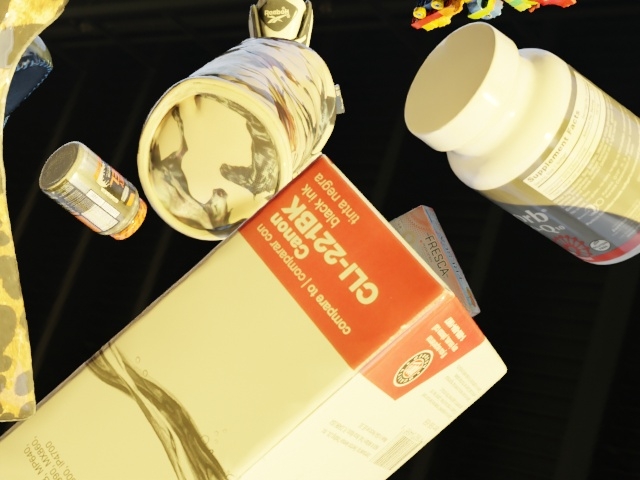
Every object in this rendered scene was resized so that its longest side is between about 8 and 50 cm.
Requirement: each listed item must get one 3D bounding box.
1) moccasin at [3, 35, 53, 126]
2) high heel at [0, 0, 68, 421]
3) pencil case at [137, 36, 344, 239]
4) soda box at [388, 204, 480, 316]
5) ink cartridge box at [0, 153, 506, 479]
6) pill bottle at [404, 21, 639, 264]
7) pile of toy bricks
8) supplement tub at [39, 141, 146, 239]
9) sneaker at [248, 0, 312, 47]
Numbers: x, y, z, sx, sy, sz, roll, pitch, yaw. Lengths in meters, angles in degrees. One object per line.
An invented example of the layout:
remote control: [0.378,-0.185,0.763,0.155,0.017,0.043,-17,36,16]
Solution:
moccasin: [-0.367,-0.064,1.054,0.342,0.138,0.117,-36,-101,20]
high heel: [-0.140,-0.043,0.558,0.261,0.186,0.093,-45,-160,-5]
pencil case: [-0.077,-0.120,1.264,0.160,0.183,0.410,-34,-171,16]
soda box: [0.173,0.040,1.721,0.063,0.058,0.183,-28,-103,18]
ink cartridge box: [-0.041,0.108,0.661,0.273,0.197,0.114,-42,-115,1]
pill bottle: [0.304,-0.132,1.546,0.210,0.363,0.210,-41,-147,33]
pile of toy bricks: [0.200,-0.278,1.207,0.212,0.105,0.118,-14,-126,55]
supplement tub: [-0.425,-0.089,2.136,0.117,0.190,0.117,-25,-136,26]
sneaker: [-0.059,-0.258,1.542,0.094,0.153,0.235,2,-141,8]
